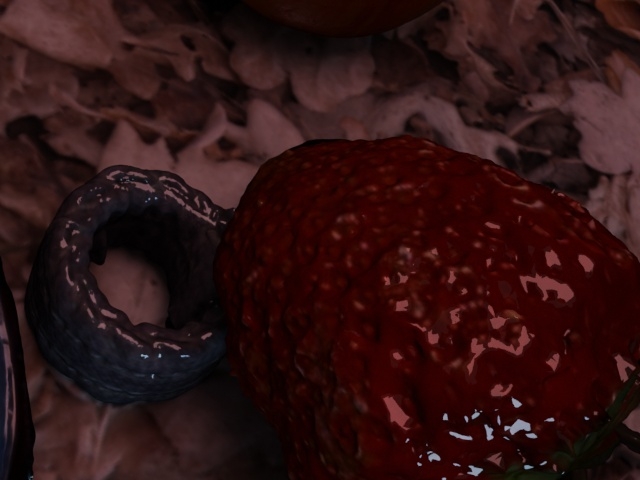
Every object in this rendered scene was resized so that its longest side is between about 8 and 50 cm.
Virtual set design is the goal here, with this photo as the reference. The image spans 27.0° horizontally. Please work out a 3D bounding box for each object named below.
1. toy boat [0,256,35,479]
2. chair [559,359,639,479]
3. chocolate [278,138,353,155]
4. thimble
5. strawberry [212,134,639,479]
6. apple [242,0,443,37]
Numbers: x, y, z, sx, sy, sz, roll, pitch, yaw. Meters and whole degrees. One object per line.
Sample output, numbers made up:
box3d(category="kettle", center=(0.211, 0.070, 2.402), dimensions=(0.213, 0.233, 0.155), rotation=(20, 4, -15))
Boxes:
box3d(category="toy boat", center=(-0.262, 0.054, 0.791), dimensions=(0.142, 0.129, 0.309), rotation=(2, 60, -40))
box3d(category="chair", center=(0.334, 0.220, 0.858), dimensions=(0.361, 0.364, 0.410), rotation=(28, 60, -10))
box3d(category="chocolate", center=(0.000, 0.000, 0.975), dimensions=(0.124, 0.127, 0.133), rotation=(4, 71, 12))
box3d(category="thimble", center=(-0.120, 0.030, 0.893), dimensions=(0.150, 0.098, 0.150), rotation=(11, 60, -19))
box3d(category="strawberry", center=(0.057, 0.051, 0.820), dimensions=(0.277, 0.257, 0.257), rotation=(40, 53, 16))
box3d(category="apple", center=(0.024, -0.306, 1.064), dimensions=(0.286, 0.233, 0.286), rotation=(12, 58, -19))
